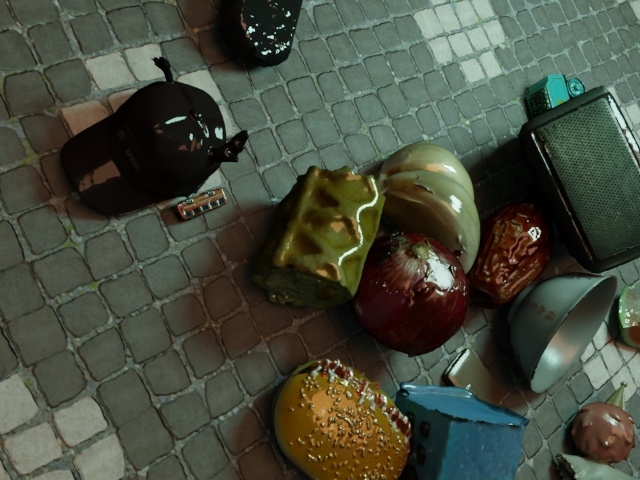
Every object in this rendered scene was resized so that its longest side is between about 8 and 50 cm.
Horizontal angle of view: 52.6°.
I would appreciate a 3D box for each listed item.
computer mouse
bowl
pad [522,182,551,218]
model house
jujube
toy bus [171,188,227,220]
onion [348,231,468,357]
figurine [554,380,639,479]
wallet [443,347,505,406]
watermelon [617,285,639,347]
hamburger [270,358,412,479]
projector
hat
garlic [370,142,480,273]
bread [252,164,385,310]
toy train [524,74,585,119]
[{"bbox_3d":[-0.130,-0.538,1.452,0.182,0.116,0.324,19,75,-29],"label":"computer mouse"},{"bbox_3d":[0.573,0.194,1.614,0.345,0.346,0.157,-25,47,-34],"label":"bowl"},{"bbox_3d":[0.664,-0.124,1.881,0.193,0.004,0.116,-22,89,-34],"label":"pad"},{"bbox_3d":[0.275,0.475,1.362,0.237,0.215,0.304,12,86,-29],"label":"model house"},{"bbox_3d":[0.468,0.034,1.607,0.197,0.197,0.290,44,69,-14],"label":"jujube"},{"bbox_3d":[-0.242,-0.072,1.304,0.110,0.031,0.043,-26,97,-34],"label":"toy bus"},{"bbox_3d":[0.182,0.113,1.377,0.276,0.276,0.276,9,72,-29],"label":"onion"},{"bbox_3d":[0.713,0.530,1.652,0.206,0.166,0.387,12,57,18],"label":"figurine"},{"bbox_3d":[0.367,0.347,1.549,0.118,0.038,0.153,-40,95,-35],"label":"wallet"},{"bbox_3d":[0.939,0.224,1.904,0.231,0.128,0.146,30,34,-36],"label":"watermelon"},{"bbox_3d":[0.039,0.371,1.280,0.295,0.151,0.227,43,62,-13],"label":"hamburger"},{"bbox_3d":[0.679,-0.154,1.657,0.405,0.242,0.395,65,18,1],"label":"projector"},{"bbox_3d":[-0.298,-0.195,1.196,0.336,0.209,0.238,-33,93,-34],"label":"hat"},{"bbox_3d":[0.262,-0.078,1.527,0.313,0.286,0.249,36,105,-12],"label":"garlic"},{"bbox_3d":[-0.006,-0.001,1.315,0.196,0.238,0.252,30,54,-24],"label":"bread"},{"bbox_3d":[0.704,-0.391,1.917,0.162,0.112,0.203,-8,78,-27],"label":"toy train"}]
